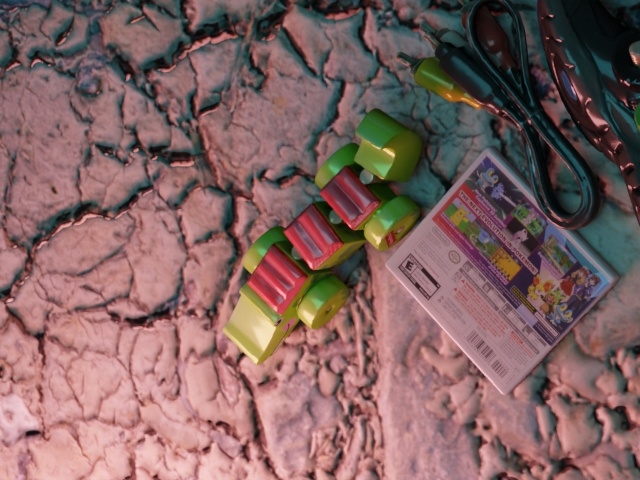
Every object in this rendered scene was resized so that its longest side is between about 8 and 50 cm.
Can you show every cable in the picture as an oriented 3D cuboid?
[{"bbox_3d":[0.211,-0.147,1.767,0.287,0.072,0.139,47,110,11],"label":"cable"}]

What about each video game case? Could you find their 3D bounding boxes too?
[{"bbox_3d":[0.192,0.033,1.808,0.201,0.023,0.183,48,114,18],"label":"video game case"}]

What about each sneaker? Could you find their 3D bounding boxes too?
[{"bbox_3d":[0.330,-0.136,1.683,0.139,0.125,0.341,-28,77,1],"label":"sneaker"}]

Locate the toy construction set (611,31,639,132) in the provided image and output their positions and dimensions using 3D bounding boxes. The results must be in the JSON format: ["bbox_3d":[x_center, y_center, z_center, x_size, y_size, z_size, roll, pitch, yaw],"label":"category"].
[{"bbox_3d":[0.369,-0.288,1.513,0.308,0.237,0.257,-26,66,9],"label":"toy construction set"}]

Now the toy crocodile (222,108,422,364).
[{"bbox_3d":[0.000,0.000,1.864,0.115,0.105,0.340,48,115,17],"label":"toy crocodile"}]
